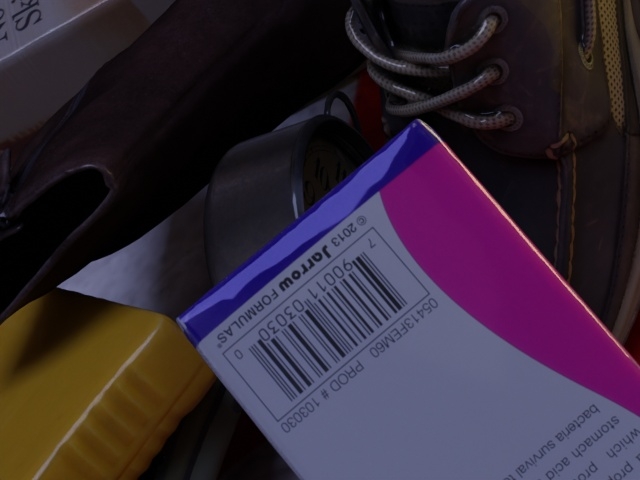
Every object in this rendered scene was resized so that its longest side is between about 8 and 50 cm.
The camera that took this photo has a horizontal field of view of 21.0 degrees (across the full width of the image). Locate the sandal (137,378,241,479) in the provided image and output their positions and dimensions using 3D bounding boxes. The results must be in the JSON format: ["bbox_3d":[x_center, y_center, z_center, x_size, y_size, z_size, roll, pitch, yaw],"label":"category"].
[{"bbox_3d":[-0.086,0.169,0.726,0.120,0.086,0.303,-17,38,49],"label":"sandal"}]

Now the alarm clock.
[{"bbox_3d":[0.000,0.000,0.783,0.064,0.129,0.192,-15,38,25],"label":"alarm clock"}]

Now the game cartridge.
[{"bbox_3d":[-0.208,0.157,0.785,0.324,0.053,0.285,-51,24,-16],"label":"game cartridge"}]

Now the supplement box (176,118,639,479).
[{"bbox_3d":[0.067,0.084,0.606,0.111,0.114,0.220,-39,77,-1],"label":"supplement box"}]

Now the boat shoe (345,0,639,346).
[{"bbox_3d":[0.064,-0.094,0.726,0.132,0.130,0.355,1,87,41],"label":"boat shoe"}]

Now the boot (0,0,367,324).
[{"bbox_3d":[-0.055,-0.061,0.776,0.248,0.090,0.207,-39,10,25],"label":"boot"}]

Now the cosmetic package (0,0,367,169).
[{"bbox_3d":[-0.131,-0.115,0.961,0.296,0.129,0.153,-29,46,11],"label":"cosmetic package"}]
